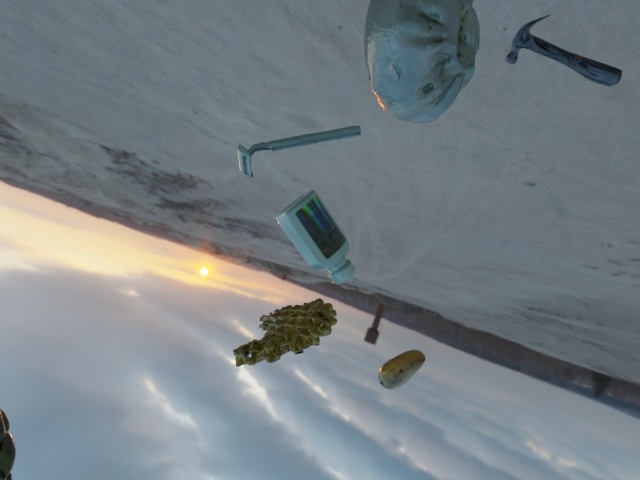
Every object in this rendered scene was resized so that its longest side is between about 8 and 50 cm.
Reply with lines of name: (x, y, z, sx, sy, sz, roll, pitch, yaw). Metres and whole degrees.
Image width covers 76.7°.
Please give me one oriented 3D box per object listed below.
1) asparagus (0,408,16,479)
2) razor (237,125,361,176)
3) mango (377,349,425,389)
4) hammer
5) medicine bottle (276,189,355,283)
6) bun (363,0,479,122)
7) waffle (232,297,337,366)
asparagus: (-0.483, 0.346, 0.587, 0.287, 0.080, 0.080, 55, -169, 28)
razor: (-0.032, -0.159, 0.658, 0.211, 0.036, 0.084, -19, 172, -13)
mango: (0.173, 0.273, 0.860, 0.079, 0.114, 0.057, 37, -161, -55)
hammer: (0.642, -0.484, 1.055, 0.289, 0.037, 0.137, 39, 144, 25)
medicine bottle: (0.000, 0.000, 0.996, 0.083, 0.121, 0.229, -19, 110, 49)
bun: (0.245, -0.441, 0.905, 0.194, 0.355, 0.354, 16, 172, 38)
waffle: (-0.080, 0.228, 1.077, 0.259, 0.069, 0.293, -18, -170, 10)
